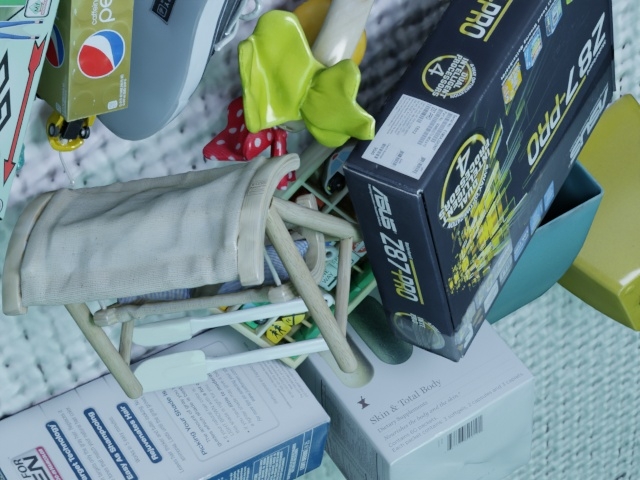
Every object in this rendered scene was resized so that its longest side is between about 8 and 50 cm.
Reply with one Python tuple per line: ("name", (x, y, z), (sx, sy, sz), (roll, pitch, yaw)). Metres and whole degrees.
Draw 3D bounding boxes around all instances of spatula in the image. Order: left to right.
("spatula", (-0.093, 0.081, 1.895), (0.242, 0.019, 0.168), (-10, 124, -8))

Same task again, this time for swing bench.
("swing bench", (-0.121, 0.022, 1.655), (0.253, 0.165, 0.254), (-7, 154, 21))

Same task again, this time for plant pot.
("plant pot", (0.204, -0.010, 2.061), (0.165, 0.166, 0.234), (-29, 151, -17))
("plant pot", (0.382, -0.015, 2.211), (0.212, 0.187, 0.212), (-40, 149, 0))

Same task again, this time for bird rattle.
("bird rattle", (-0.004, -0.154, 1.657), (0.207, 0.143, 0.253), (-64, -178, -11))

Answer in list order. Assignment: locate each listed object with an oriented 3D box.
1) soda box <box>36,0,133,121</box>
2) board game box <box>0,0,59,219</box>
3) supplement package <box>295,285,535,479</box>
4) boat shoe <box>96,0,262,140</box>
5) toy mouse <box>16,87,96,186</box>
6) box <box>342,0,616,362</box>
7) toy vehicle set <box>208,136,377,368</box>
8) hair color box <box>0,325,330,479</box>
("soda box", (-0.195, -0.194, 1.471), (0.061, 0.058, 0.181), (-17, 130, -32))
("board game box", (-0.331, -0.138, 1.413), (0.213, 0.046, 0.317), (-5, 136, -30))
("supplement package", (0.092, 0.166, 2.064), (0.199, 0.262, 0.198), (-29, 147, -16))
("boat shoe", (-0.114, -0.212, 1.520), (0.105, 0.113, 0.306), (-36, 158, -44))
("toy mouse", (-0.265, -0.115, 1.554), (0.143, 0.031, 0.161), (-5, 132, -35))
("box", (0.175, -0.119, 1.799), (0.395, 0.097, 0.318), (-57, 156, -25))
("toy vehicle set", (0.000, 0.000, 1.910), (0.166, 0.035, 0.267), (36, 104, -31))
("hair color box", (-0.182, 0.230, 1.949), (0.347, 0.174, 0.105), (-22, 147, -25))
